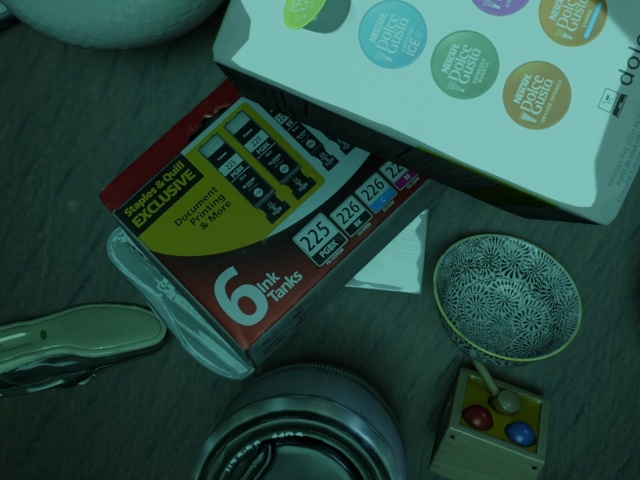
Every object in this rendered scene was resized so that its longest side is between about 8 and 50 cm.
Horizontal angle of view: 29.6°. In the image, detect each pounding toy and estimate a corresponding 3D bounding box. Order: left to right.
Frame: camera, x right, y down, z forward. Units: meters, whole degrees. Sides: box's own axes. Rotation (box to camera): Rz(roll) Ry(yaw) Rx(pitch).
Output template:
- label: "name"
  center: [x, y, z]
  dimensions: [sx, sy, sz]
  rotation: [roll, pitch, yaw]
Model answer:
- label: "pounding toy"
  center: [0.188, 0.195, 1.357]
  dimensions: [0.130, 0.141, 0.100]
  rotation: [21, 124, 2]

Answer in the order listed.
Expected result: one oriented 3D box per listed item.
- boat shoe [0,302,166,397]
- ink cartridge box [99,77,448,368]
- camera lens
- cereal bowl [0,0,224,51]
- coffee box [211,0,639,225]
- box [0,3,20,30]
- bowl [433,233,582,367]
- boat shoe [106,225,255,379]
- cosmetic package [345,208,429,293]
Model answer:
- label: "boat shoe"
  center: [-0.292, 0.131, 1.415]
  dimensions: [0.233, 0.084, 0.079]
  rotation: [-11, 132, -2]
- label: "ink cartridge box"
  center: [-0.055, -0.070, 1.288]
  dimensions: [0.309, 0.130, 0.272]
  rotation: [-44, 78, -9]
- label: "camera lens"
  center: [-0.018, 0.252, 1.296]
  dimensions: [0.219, 0.274, 0.219]
  rotation: [0, 95, 4]
- label: "cereal bowl"
  center: [-0.239, -0.353, 1.211]
  dimensions: [0.339, 0.141, 0.339]
  rotation: [6, 106, 23]
- label: "coffee box"
  center: [0.127, -0.229, 1.043]
  dimensions: [0.334, 0.338, 0.337]
  rotation: [23, 92, -1]
- label: "box"
  center: [-0.445, -0.310, 1.383]
  dimensions: [0.233, 0.059, 0.183]
  rotation: [-24, 93, 5]
- label: "bowl"
  center: [0.198, 0.082, 1.351]
  dimensions: [0.170, 0.080, 0.170]
  rotation: [7, 52, -9]
- label: "boat shoe"
  center: [-0.151, 0.067, 1.389]
  dimensions: [0.083, 0.076, 0.226]
  rotation: [-41, 86, -6]
- label: "cosmetic package"
  center: [0.000, 0.000, 1.380]
  dimensions: [0.239, 0.060, 0.099]
  rotation: [6, 95, 3]
